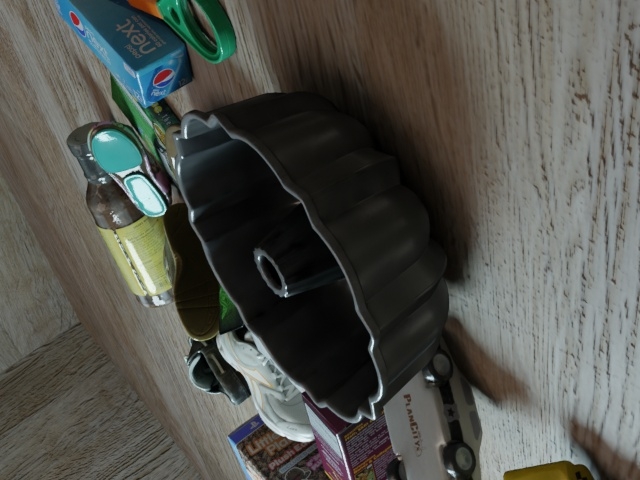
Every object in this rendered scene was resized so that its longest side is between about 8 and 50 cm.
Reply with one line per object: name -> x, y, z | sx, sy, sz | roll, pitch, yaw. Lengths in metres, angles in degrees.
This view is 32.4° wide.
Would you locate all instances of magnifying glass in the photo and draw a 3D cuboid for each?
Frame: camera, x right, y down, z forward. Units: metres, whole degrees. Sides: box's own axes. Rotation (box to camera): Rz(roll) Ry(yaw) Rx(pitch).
magnifying glass -> -0.157, -0.251, 1.199 | 0.231, 0.026, 0.092 | 30, 149, 51

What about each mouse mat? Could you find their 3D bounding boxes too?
mouse mat -> -0.123, 0.051, 1.525 | 0.190, 0.007, 0.152 | 149, 122, -73

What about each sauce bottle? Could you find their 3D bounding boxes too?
sauce bottle -> -0.326, -0.042, 1.864 | 0.111, 0.111, 0.344 | 35, 152, 48

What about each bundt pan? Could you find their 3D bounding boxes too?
bundt pan -> 0.000, 0.000, 1.035 | 0.331, 0.124, 0.330 | 46, 155, 28

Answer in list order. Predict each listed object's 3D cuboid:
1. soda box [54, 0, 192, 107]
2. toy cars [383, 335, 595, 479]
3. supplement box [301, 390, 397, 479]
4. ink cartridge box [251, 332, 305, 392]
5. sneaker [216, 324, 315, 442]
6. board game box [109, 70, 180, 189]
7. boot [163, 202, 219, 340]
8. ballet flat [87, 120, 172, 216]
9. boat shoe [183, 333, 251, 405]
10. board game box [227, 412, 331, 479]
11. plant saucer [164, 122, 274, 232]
soda box -> -0.244, -0.257, 1.328 | 0.210, 0.071, 0.067 | 47, 159, 27
toy cars -> 0.179, 0.235, 1.057 | 0.394, 0.087, 0.176 | 43, 123, 39
supplement box -> 0.053, 0.238, 1.371 | 0.081, 0.104, 0.188 | 42, 157, 38
ink cartridge box -> -0.039, 0.132, 1.492 | 0.150, 0.063, 0.109 | 38, 154, 48
sneaker -> -0.074, 0.185, 1.634 | 0.262, 0.099, 0.121 | 45, 155, 29
board game box -> -0.211, -0.136, 1.529 | 0.259, 0.030, 0.136 | 53, 164, 10
boot -> -0.202, 0.063, 1.718 | 0.165, 0.077, 0.213 | 122, 135, -72
ballet flat -> -0.283, -0.122, 1.640 | 0.221, 0.077, 0.079 | 59, -160, -51
boat shoe -> -0.178, 0.199, 1.883 | 0.121, 0.119, 0.335 | 60, 162, -14
board game box -> 0.015, 0.413, 1.717 | 0.291, 0.141, 0.232 | 37, 154, 46
plant saucer -> -0.093, -0.026, 1.314 | 0.278, 0.041, 0.278 | 48, 162, 21
